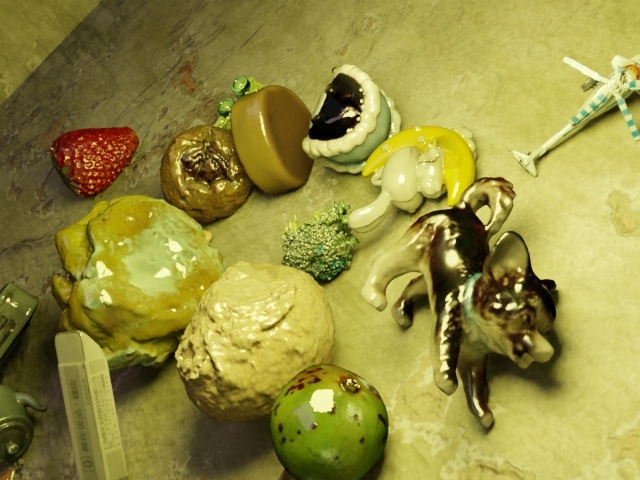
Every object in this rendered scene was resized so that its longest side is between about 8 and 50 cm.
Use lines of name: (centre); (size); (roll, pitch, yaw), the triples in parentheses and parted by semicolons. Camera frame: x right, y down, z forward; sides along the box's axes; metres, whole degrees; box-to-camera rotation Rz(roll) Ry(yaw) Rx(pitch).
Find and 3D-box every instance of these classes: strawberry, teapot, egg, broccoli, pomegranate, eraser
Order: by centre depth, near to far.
pomegranate: (0.002, 0.313, 1.397); (0.248, 0.202, 0.202); (-62, 30, 26)
egg: (-0.107, 0.174, 1.542); (0.279, 0.279, 0.310); (-8, 30, 39)
eraser: (-0.435, 0.343, 1.691); (0.089, 0.061, 0.352); (-10, 91, 35)
broccoli: (0.000, 0.000, 1.732); (0.154, 0.167, 0.160); (-1, 18, 4)
teapot: (-0.718, 0.437, 1.978); (0.239, 0.162, 0.149); (-43, 48, -14)
strawberry: (-0.627, -0.240, 2.508); (0.244, 0.205, 0.205); (-31, 34, -18)

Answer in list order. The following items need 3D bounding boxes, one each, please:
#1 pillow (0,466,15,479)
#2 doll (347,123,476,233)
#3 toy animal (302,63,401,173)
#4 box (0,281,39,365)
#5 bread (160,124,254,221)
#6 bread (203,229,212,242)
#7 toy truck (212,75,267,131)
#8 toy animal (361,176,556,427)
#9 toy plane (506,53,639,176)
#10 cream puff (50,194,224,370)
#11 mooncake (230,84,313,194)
pillow: (-0.727, 0.586, 1.899); (0.179, 0.075, 0.171); (-20, 44, 29)
doll: (0.180, -0.126, 1.679); (0.237, 0.111, 0.252); (-4, 51, 22)
toy animal: (0.076, -0.238, 1.813); (0.156, 0.204, 0.208); (25, 87, 30)
box: (-0.848, 0.286, 2.177); (0.396, 0.111, 0.396); (-56, 16, -14)
bread: (-0.263, -0.158, 2.032); (0.230, 0.230, 0.123); (-43, -2, 4)
bread: (-0.305, 0.002, 2.060); (0.106, 0.053, 0.072); (6, 64, 40)
toy truck: (-0.197, -0.259, 2.145); (0.135, 0.128, 0.260); (32, 79, 38)
toy animal: (0.248, 0.067, 1.369); (0.303, 0.194, 0.344); (-48, 43, 6)
toy plane: (0.469, -0.216, 1.533); (0.182, 0.107, 0.273); (34, 112, 13)
cream puff: (-0.398, 0.098, 1.844); (0.275, 0.378, 0.378); (-41, 28, 52)
mooncake: (-0.109, -0.230, 1.949); (0.117, 0.235, 0.235); (-13, 48, 34)
